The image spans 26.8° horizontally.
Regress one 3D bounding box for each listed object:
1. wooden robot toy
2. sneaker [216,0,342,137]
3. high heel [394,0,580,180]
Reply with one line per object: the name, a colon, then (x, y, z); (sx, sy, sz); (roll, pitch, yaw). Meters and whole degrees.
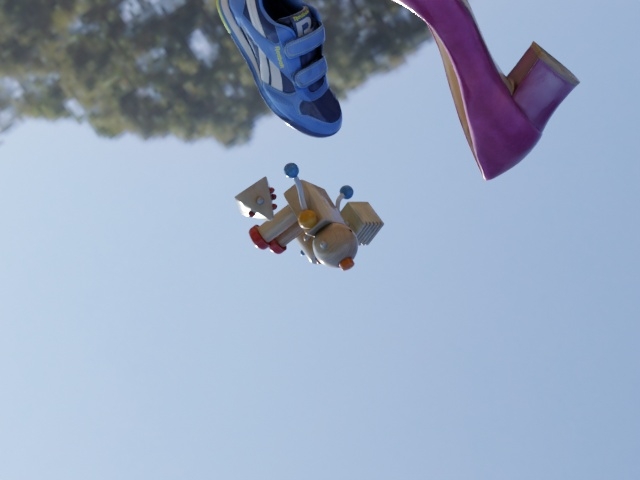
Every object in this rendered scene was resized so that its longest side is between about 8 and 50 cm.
wooden robot toy: (0.000, 0.000, 1.069); (0.076, 0.173, 0.079); (-44, -117, 16)
sneaker: (-0.022, -0.144, 1.028); (0.059, 0.144, 0.053); (-23, -165, 43)
high heel: (0.089, -0.156, 1.109); (0.117, 0.244, 0.082); (-51, -162, 17)
